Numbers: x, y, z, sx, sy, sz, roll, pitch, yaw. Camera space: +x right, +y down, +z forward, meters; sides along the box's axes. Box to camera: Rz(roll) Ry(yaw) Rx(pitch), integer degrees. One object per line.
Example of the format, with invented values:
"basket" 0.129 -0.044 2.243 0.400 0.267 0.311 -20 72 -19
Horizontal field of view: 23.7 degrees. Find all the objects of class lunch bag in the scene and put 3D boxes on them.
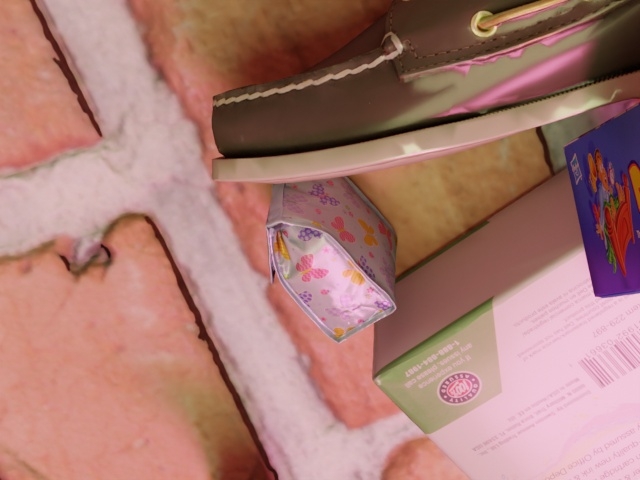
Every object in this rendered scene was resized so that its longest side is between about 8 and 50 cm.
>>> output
"lunch bag" 0.000 0.000 0.807 0.053 0.071 0.083 -29 120 21

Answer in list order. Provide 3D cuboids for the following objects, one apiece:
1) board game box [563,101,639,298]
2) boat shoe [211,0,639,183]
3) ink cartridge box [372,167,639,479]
"board game box" 0.302 -0.051 0.637 0.347 0.233 0.078 -11 87 -6
"boat shoe" 0.095 -0.099 0.723 0.324 0.116 0.096 -13 99 14
"ink cartridge box" 0.152 0.082 0.841 0.154 0.093 0.212 -35 113 21
